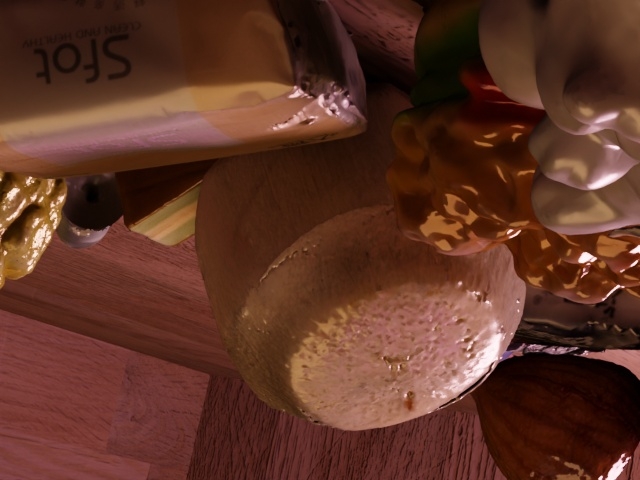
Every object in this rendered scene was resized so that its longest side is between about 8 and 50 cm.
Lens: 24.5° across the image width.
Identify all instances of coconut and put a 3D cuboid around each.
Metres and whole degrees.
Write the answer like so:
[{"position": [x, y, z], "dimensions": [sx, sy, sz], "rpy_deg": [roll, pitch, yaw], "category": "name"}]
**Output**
[{"position": [0.025, -0.001, 0.989], "dimensions": [0.224, 0.234, 0.224], "rpy_deg": [-4, 130, -5], "category": "coconut"}]

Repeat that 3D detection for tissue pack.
[{"position": [-0.095, -0.091, 0.830], "dimensions": [0.222, 0.090, 0.186], "rpy_deg": [-6, 174, 12], "category": "tissue pack"}, {"position": [0.183, 0.032, 1.236], "dimensions": [0.245, 0.123, 0.332], "rpy_deg": [7, 173, -7], "category": "tissue pack"}]

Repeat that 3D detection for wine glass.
[{"position": [-0.248, -0.029, 1.547], "dimensions": [0.074, 0.074, 0.262], "rpy_deg": [14, 170, -10], "category": "wine glass"}]

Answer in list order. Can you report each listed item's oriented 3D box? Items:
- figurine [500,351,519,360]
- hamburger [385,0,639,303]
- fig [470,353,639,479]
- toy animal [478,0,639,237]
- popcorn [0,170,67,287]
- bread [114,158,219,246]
[{"position": [0.162, 0.070, 1.514], "dimensions": [0.111, 0.102, 0.195], "rpy_deg": [44, -172, 25], "category": "figurine"}, {"position": [0.147, -0.043, 0.786], "dimensions": [0.237, 0.149, 0.237], "rpy_deg": [12, 168, 2], "category": "hamburger"}, {"position": [0.160, 0.137, 1.200], "dimensions": [0.201, 0.133, 0.146], "rpy_deg": [23, 149, 12], "category": "fig"}, {"position": [0.174, -0.075, 0.536], "dimensions": [0.249, 0.174, 0.289], "rpy_deg": [23, 172, 7], "category": "toy animal"}, {"position": [-0.328, -0.061, 1.139], "dimensions": [0.237, 0.206, 0.251], "rpy_deg": [3, -170, -36], "category": "popcorn"}, {"position": [-0.113, -0.066, 1.343], "dimensions": [0.139, 0.084, 0.074], "rpy_deg": [-30, 147, 27], "category": "bread"}]
